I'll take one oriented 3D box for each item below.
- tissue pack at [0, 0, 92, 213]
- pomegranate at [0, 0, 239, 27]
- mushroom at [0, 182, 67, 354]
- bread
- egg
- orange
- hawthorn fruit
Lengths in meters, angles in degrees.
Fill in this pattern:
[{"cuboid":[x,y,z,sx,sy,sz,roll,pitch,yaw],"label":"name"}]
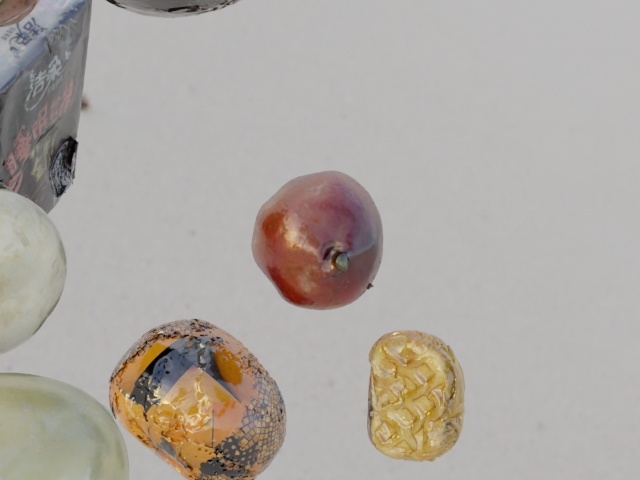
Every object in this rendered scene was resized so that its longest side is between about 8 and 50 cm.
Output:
[{"cuboid":[-0.376,-0.141,1.765,0.123,0.332,0.245,22,47,8],"label":"tissue pack"},{"cuboid":[-0.166,-0.257,1.036,0.285,0.341,0.285,49,8,-9],"label":"pomegranate"},{"cuboid":[-0.298,0.025,1.280,0.122,0.154,0.154,22,26,32],"label":"mushroom"},{"cuboid":[0.075,0.125,1.166,0.083,0.110,0.044,6,15,26],"label":"bread"},{"cuboid":[-0.217,0.163,0.909,0.202,0.164,0.164,-25,41,-8],"label":"egg"},{"cuboid":[-0.152,0.209,1.842,0.234,0.234,0.182,27,66,14],"label":"orange"},{"cuboid":[0.000,0.000,1.731,0.169,0.169,0.188,15,5,-8],"label":"hawthorn fruit"}]
